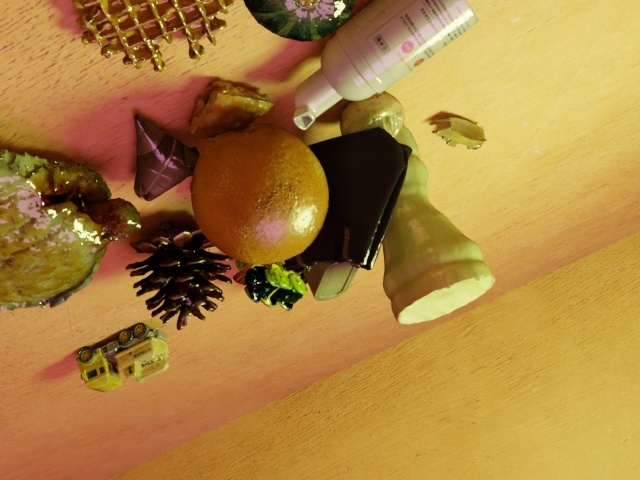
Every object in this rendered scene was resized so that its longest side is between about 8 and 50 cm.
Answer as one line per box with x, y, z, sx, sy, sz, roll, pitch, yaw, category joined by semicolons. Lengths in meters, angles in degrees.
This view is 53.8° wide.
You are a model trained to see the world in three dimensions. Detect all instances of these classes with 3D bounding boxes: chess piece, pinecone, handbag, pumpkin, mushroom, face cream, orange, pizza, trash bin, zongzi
0.210;-0.050;1.470;0.234;0.442;0.234;-16;155;-8;chess piece
-0.332;0.082;1.511;0.264;0.264;0.264;-19;154;-10;pinecone
0.042;-0.071;1.341;0.152;0.288;0.342;24;162;-36;handbag
-0.033;-0.393;0.952;0.190;0.146;0.190;-1;122;-1;pumpkin
0.113;-0.260;1.371;0.148;0.112;0.148;-28;157;-13;mushroom
0.092;-0.346;1.155;0.369;0.145;0.145;-32;153;19;face cream
-0.117;-0.091;1.226;0.274;0.274;0.274;-19;154;-10;orange
-0.176;-0.258;1.207;0.175;0.046;0.134;-19;156;-10;pizza
0.000;0.000;1.620;0.121;0.247;0.243;-12;153;-19;trash bin
-0.345;-0.157;1.238;0.160;0.078;0.176;-34;142;21;zongzi

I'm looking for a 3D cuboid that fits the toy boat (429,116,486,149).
0.349;-0.272;1.609;0.206;0.064;0.072;7;159;-44;toy boat

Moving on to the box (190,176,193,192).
-0.242;-0.119;1.422;0.098;0.045;0.062;-9;150;-25;box

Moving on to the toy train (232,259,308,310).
-0.146;0.109;1.811;0.100;0.160;0.296;-40;154;11;toy train

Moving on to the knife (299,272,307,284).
-0.011;0.055;1.950;0.089;0.043;0.365;-2;146;-39;knife

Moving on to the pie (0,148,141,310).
-0.600;-0.028;1.160;0.395;0.180;0.418;-40;141;27;pie

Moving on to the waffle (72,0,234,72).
-0.248;-0.356;0.958;0.231;0.051;0.228;6;142;-44;waffle

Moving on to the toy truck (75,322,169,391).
-0.596;0.372;1.935;0.272;0.157;0.124;-24;155;1;toy truck
